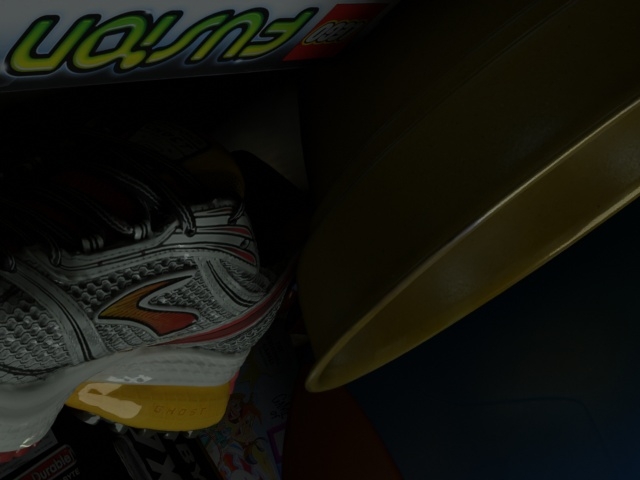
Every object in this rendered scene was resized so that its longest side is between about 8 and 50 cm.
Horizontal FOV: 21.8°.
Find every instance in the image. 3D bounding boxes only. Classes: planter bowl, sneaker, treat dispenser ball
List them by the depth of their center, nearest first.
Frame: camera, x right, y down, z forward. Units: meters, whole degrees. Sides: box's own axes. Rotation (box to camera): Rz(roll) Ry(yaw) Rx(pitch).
[{"bbox_3d":[-0.076,-0.001,0.467,0.093,0.088,0.225,-56,160,12],"label":"sneaker"},{"bbox_3d":[0.060,-0.052,0.501,0.217,0.090,0.217,-34,171,-6],"label":"planter bowl"},{"bbox_3d":[0.126,0.101,0.740,0.288,0.288,0.288,-29,166,-8],"label":"treat dispenser ball"}]

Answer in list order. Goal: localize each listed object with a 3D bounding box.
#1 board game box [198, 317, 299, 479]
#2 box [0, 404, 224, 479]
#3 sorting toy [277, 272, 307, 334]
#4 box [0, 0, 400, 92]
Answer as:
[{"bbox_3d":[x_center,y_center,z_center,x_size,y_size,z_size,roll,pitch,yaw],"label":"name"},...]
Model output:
[{"bbox_3d":[-0.043,0.126,0.801,0.103,0.154,0.026,-22,-170,-35],"label":"board game box"},{"bbox_3d":[-0.152,0.233,0.719,0.322,0.257,0.079,-35,165,13],"label":"box"},{"bbox_3d":[0.000,0.000,0.685,0.102,0.042,0.061,-54,-169,37],"label":"sorting toy"},{"bbox_3d":[-0.030,-0.078,0.345,0.114,0.036,0.207,-40,164,33],"label":"box"}]
